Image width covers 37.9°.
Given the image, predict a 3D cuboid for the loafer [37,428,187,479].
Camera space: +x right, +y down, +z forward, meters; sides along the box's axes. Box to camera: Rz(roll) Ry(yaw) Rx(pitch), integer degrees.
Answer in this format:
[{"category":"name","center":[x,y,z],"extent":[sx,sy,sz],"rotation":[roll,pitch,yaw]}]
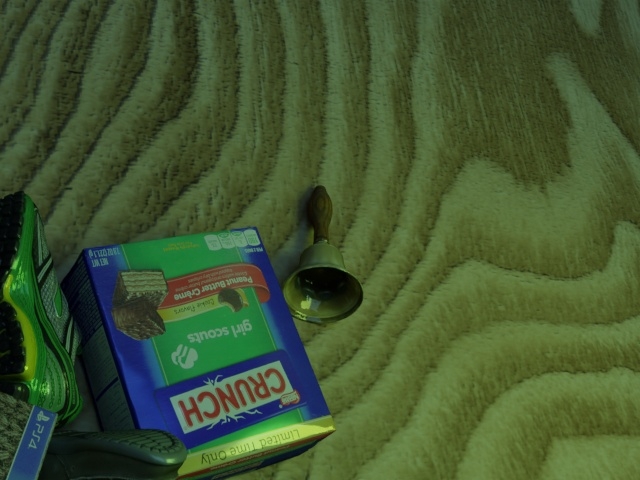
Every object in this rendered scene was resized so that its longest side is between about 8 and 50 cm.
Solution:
[{"category":"loafer","center":[-0.254,0.264,1.068],"extent":[0.094,0.251,0.087],"rotation":[5,80,-55]}]

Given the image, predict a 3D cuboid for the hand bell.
[{"category":"hand bell","center":[0.000,0.000,1.473],"extent":[0.126,0.126,0.242],"rotation":[20,40,-19]}]

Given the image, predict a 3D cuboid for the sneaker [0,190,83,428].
[{"category":"sneaker","center":[-0.381,0.088,1.176],"extent":[0.146,0.134,0.343],"rotation":[42,27,-53]}]

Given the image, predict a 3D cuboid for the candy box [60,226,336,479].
[{"category":"candy box","center":[-0.166,0.156,1.241],"extent":[0.268,0.122,0.317],"rotation":[-9,68,-35]}]

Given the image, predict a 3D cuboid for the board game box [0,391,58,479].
[{"category":"board game box","center":[-0.430,0.228,0.877],"extent":[0.291,0.141,0.232],"rotation":[26,22,-16]}]
